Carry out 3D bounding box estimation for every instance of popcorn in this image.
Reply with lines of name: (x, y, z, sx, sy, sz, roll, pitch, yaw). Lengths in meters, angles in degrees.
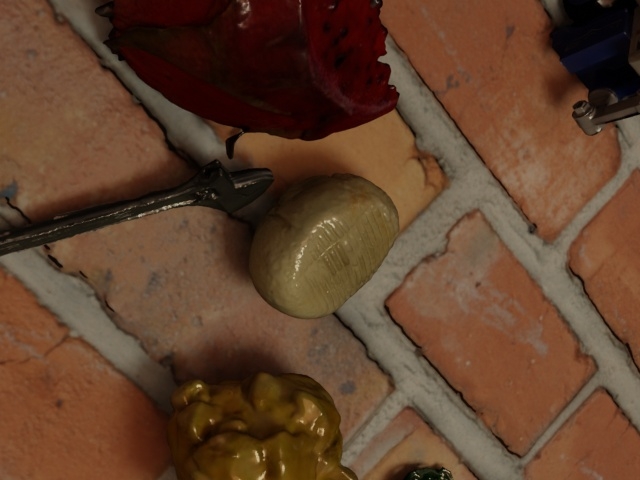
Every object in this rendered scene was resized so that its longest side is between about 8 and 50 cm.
popcorn: (-0.059, 0.239, 1.251, 0.191, 0.190, 0.253, -15, 127, 10)

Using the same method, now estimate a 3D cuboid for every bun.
bun: (0.000, 0.000, 1.246, 0.188, 0.111, 0.164, -45, 138, -12)

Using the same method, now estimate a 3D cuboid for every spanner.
spanner: (-0.201, -0.030, 1.158, 0.325, 0.026, 0.093, -16, 156, -16)

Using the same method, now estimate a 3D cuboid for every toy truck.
toy truck: (0.385, -0.232, 1.312, 0.161, 0.213, 0.177, 41, 49, -28)

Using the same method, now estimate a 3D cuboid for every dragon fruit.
dragon fruit: (-0.067, -0.181, 1.084, 0.282, 0.100, 0.343, -8, 148, 11)

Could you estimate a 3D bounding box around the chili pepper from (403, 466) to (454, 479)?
chili pepper: (0.106, 0.391, 1.447, 0.108, 0.062, 0.216, 28, 92, -25)
